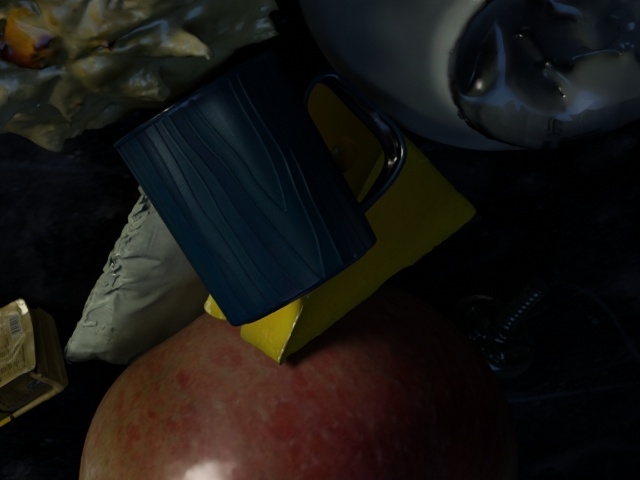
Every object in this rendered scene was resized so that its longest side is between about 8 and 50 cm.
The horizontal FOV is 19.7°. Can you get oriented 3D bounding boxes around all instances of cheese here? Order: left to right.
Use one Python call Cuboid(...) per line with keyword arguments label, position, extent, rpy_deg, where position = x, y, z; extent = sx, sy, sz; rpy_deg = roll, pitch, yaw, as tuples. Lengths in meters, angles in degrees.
Cuboid(label="cheese", position=(0.000, 0.000, 1.253), extent=(0.171, 0.093, 0.126), rpy_deg=(-52, 141, -5))

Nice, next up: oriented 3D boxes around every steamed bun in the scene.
Cuboid(label="steamed bun", position=(-0.138, -0.149, 1.044), extent=(0.295, 0.137, 0.292), rpy_deg=(23, 128, -38))

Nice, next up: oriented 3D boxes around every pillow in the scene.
Cuboid(label="pillow", position=(-0.102, 0.021, 1.341), extent=(0.128, 0.051, 0.229), rpy_deg=(-4, 145, -29))

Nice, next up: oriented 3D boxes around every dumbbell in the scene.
Cuboid(label="dumbbell", position=(0.108, 0.110, 1.510), extent=(0.081, 0.081, 0.254), rpy_deg=(10, 137, -30))

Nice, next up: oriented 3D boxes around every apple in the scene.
Cuboid(label="apple", position=(-0.024, 0.168, 1.359), extent=(0.345, 0.269, 0.345), rpy_deg=(-28, 139, -27))

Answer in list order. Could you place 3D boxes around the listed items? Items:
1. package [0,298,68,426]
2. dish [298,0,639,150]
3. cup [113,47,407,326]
Cuboid(label="package", position=(-0.254, 0.105, 1.385), extent=(0.131, 0.071, 0.047), rpy_deg=(-30, 147, 22))
Cuboid(label="dish", position=(0.153, -0.151, 1.147), extent=(0.324, 0.124, 0.324), rpy_deg=(-10, 143, -7))
Cuboid(label="cup", position=(-0.029, -0.038, 1.136), extent=(0.150, 0.138, 0.113), rpy_deg=(-30, -176, 20))
